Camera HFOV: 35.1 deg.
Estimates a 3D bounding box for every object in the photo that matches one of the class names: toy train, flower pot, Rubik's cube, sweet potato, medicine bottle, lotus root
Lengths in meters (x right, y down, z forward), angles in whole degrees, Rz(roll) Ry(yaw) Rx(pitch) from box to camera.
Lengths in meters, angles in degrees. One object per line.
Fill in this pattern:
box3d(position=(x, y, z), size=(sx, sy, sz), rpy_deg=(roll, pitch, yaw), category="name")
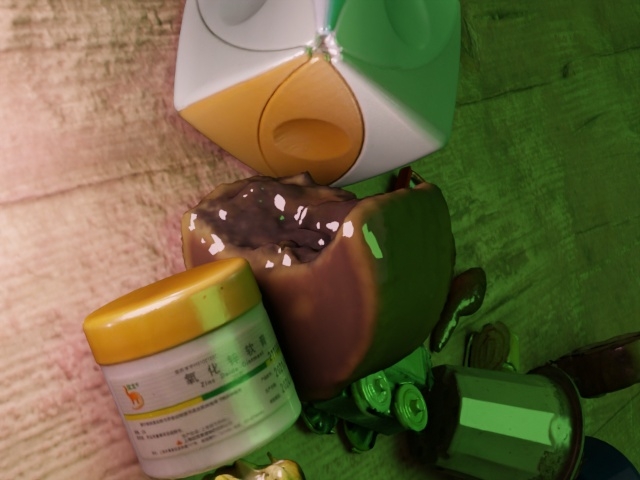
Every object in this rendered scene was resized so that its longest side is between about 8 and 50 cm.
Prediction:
box3d(position=(0.074, 0.240, 1.713), size=(0.271, 0.159, 0.188), rpy_deg=(29, 47, -42), category="toy train")
box3d(position=(0.313, 0.350, 1.874), size=(0.259, 0.290, 0.291), rpy_deg=(14, 65, -21), category="flower pot")
box3d(position=(0.001, -0.313, 1.647), size=(0.352, 0.347, 0.352), rpy_deg=(33, 54, -40), category="Rubik's cube")
box3d(position=(0.293, 0.126, 2.078), size=(0.075, 0.074, 0.269), rpy_deg=(57, 45, -21), category="sweet potato")
box3d(position=(-0.169, 0.168, 1.366), size=(0.238, 0.237, 0.232), rpy_deg=(-30, 101, -51), category="medicine bottle")
box3d(position=(0.718, 0.262, 2.311), size=(0.390, 0.374, 0.111), rpy_deg=(75, -6, -82), category="lotus root")

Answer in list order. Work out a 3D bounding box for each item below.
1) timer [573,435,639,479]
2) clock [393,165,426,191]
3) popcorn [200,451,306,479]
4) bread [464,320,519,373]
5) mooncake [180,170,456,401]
box3d(position=(0.443, 0.573, 2.005), size=(0.383, 0.270, 0.271), rpy_deg=(-16, 91, -38), category="timer")
box3d(position=(0.177, -0.058, 2.011), size=(0.113, 0.061, 0.155), rpy_deg=(48, 42, -29), category="clock")
box3d(position=(-0.121, 0.434, 1.299), size=(0.312, 0.312, 0.312), rpy_deg=(20, 63, -46), category="popcorn")
box3d(position=(0.355, 0.239, 2.077), size=(0.064, 0.117, 0.156), rpy_deg=(39, 50, -34), category="bread")
box3d(position=(-0.010, 0.023, 1.488), size=(0.246, 0.393, 0.394), rpy_deg=(-16, 57, -47), category="mooncake")
